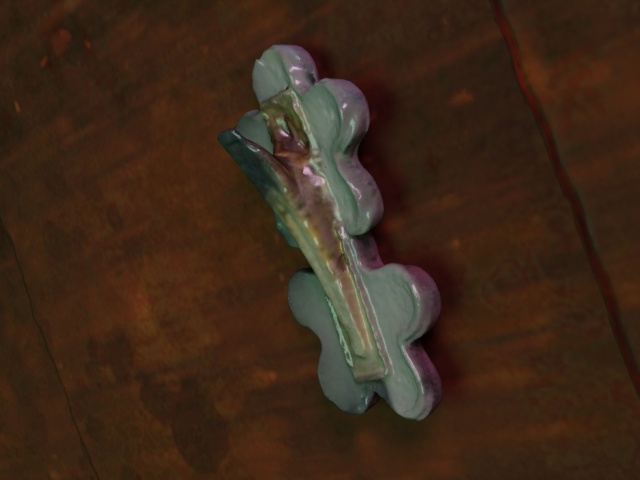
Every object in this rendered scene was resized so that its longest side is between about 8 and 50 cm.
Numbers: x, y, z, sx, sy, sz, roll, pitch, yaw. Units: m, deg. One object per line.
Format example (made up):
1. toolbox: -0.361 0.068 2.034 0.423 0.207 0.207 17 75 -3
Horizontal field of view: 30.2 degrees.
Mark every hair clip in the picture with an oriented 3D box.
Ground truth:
1. hair clip: 0.006 -0.002 0.777 0.146 0.075 0.257 -19 99 50
